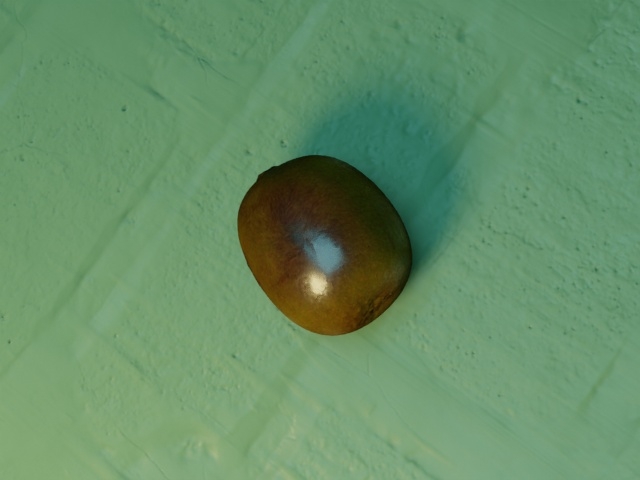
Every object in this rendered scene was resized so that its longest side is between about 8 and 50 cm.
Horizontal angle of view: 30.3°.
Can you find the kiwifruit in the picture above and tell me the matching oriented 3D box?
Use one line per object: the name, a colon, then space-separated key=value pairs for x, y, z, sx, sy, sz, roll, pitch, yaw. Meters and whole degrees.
kiwifruit: x=0.000 y=0.000 z=1.479 sx=0.196 sy=0.196 sz=0.234 roll=-44 pitch=73 yaw=3
